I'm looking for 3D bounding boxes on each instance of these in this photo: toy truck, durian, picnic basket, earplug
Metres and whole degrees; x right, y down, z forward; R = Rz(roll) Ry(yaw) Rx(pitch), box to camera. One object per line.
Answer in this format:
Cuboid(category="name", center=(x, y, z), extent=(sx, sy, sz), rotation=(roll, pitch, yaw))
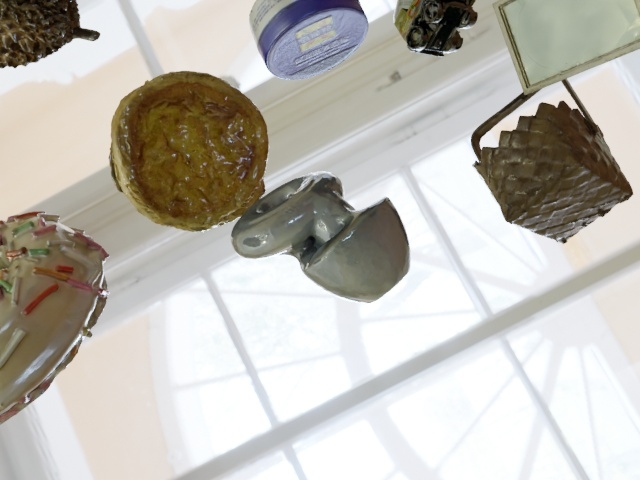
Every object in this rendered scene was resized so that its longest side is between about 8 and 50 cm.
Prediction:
Cuboid(category="toy truck", center=(0.254, -0.500, 1.478), extent=(0.127, 0.257, 0.127), rotation=(-5, -131, -38))
Cuboid(category="durian", center=(-0.310, -0.255, 0.754), extent=(0.188, 0.148, 0.091), rotation=(29, 157, -1))
Cuboid(category="picnic basket", center=(0.474, -0.182, 1.594), extent=(0.291, 0.254, 0.321), rotation=(18, -136, -42))
Cuboid(category="earplug", center=(-0.002, -0.010, 1.221), extent=(0.325, 0.214, 0.175), rotation=(21, 139, 33))

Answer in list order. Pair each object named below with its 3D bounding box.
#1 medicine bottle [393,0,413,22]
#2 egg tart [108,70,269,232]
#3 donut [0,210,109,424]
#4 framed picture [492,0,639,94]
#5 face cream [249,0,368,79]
Cuboid(category="medicine bottle", center=(0.253, -0.590, 1.709), extent=(0.135, 0.135, 0.215), rotation=(-74, -3, -86))
Cuboid(category="egg tart", center=(-0.269, -0.176, 1.505), extent=(0.341, 0.341, 0.129), rotation=(62, 156, -10))
Cuboid(category="donut", center=(-0.501, 0.112, 1.132), extent=(0.142, 0.382, 0.383), rotation=(52, -171, -38))
Cuboid(category="framed picture", center=(0.321, -0.284, 0.959), extent=(0.201, 0.010, 0.136), rotation=(-16, 96, 55))
Cuboid(category="face cream", center=(-0.025, -0.397, 1.354), extent=(0.111, 0.206, 0.206), rotation=(65, -177, 16))
